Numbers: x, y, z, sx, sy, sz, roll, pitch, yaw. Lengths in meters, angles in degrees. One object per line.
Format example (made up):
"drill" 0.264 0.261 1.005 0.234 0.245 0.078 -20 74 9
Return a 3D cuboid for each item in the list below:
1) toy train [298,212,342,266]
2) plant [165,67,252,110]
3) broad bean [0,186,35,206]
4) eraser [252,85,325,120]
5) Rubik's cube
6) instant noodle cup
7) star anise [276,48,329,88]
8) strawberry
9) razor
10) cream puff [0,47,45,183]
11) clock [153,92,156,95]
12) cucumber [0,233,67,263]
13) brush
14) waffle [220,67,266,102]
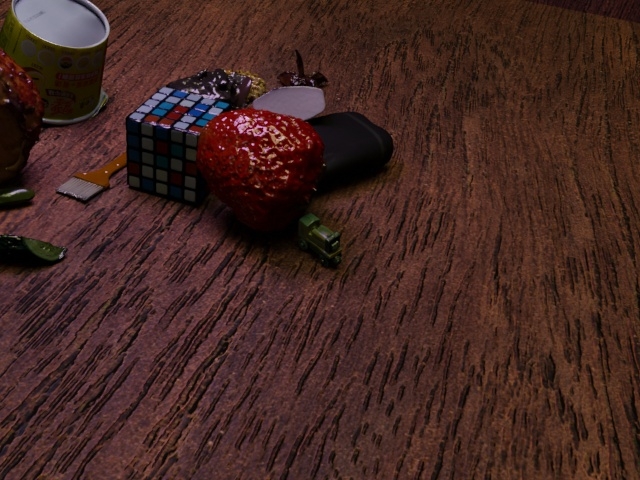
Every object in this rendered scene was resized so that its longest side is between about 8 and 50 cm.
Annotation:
"toy train" 0.000 0.000 1.634 0.050 0.081 0.122 -29 49 -33
"plant" -0.264 -0.325 1.952 0.234 0.204 0.178 -6 45 -13
"broad bean" -0.702 -0.070 1.618 0.069 0.039 0.227 27 39 34
"eraser" -0.078 -0.348 2.009 0.174 0.094 0.270 -8 12 0
"Rubik's cube" -0.320 -0.216 1.782 0.182 0.184 0.187 16 37 10
"instant noodle cup" -0.665 -0.471 1.962 0.311 0.221 0.311 18 45 -19
"star anise" -0.049 -0.500 2.290 0.158 0.144 0.140 6 27 -2
"strawberry" -0.130 -0.159 1.655 0.277 0.257 0.257 26 35 -5
"razor" 0.013 -0.218 1.920 0.349 0.113 0.204 -25 49 -39
"cream puff" -0.754 -0.286 1.652 0.351 0.350 0.228 -3 44 -16
"clock" -0.401 -0.343 2.069 0.101 0.041 0.135 6 35 -4
"cucumber" -0.601 0.015 1.501 0.220 0.070 0.046 1 65 -7
"brush" -0.482 -0.172 1.833 0.090 0.017 0.314 20 35 16
"waffle" -0.243 -0.444 2.252 0.191 0.038 0.191 5 35 -4
